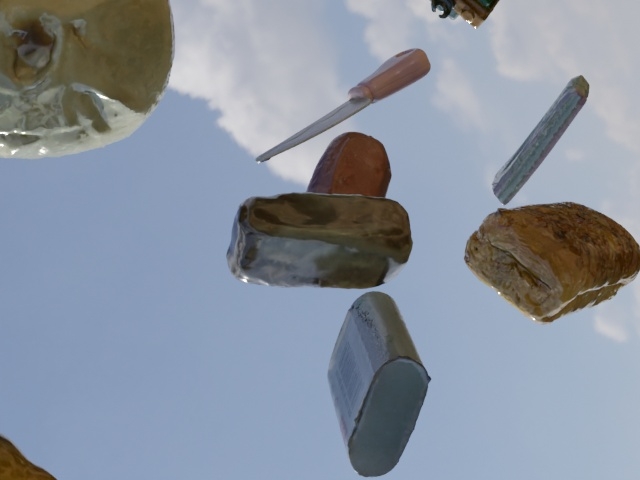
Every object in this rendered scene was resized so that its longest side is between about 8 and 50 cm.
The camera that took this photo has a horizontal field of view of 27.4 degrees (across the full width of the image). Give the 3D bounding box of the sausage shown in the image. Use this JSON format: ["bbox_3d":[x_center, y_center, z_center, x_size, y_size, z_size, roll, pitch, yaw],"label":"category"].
[{"bbox_3d":[0.035,-0.059,2.023,0.133,0.133,0.258,49,-139,-39],"label":"sausage"}]

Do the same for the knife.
[{"bbox_3d":[0.042,-0.179,1.798,0.336,0.081,0.043,-39,-68,-37],"label":"knife"}]

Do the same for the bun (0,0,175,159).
[{"bbox_3d":[-0.374,-0.265,1.749,0.364,0.364,0.202,57,-178,-21],"label":"bun"}]

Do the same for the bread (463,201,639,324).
[{"bbox_3d":[0.221,0.013,1.210,0.114,0.083,0.211,37,-160,21],"label":"bread"}]

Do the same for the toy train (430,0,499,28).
[{"bbox_3d":[0.180,-0.311,1.366,0.091,0.136,0.228,40,-124,-5],"label":"toy train"}]

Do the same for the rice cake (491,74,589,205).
[{"bbox_3d":[0.328,-0.147,1.965,0.042,0.222,0.080,33,-151,-4],"label":"rice cake"}]

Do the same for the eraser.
[{"bbox_3d":[0.071,0.184,1.736,0.081,0.174,0.227,18,-164,-11],"label":"eraser"}]

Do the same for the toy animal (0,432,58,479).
[{"bbox_3d":[-0.401,0.251,1.373,0.229,0.156,0.156,2,-116,-60],"label":"toy animal"}]

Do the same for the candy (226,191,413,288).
[{"bbox_3d":[0.000,0.000,1.694,0.102,0.233,0.104,-98,17,-47],"label":"candy"}]
